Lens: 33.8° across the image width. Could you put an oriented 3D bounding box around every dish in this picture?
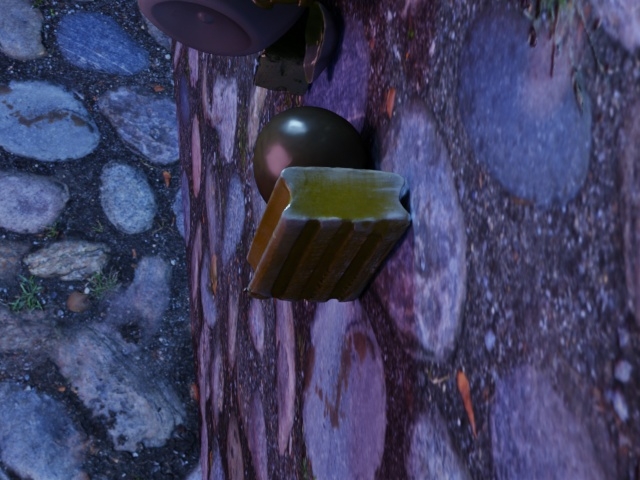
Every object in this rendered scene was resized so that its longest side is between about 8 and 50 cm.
[{"bbox_3d":[0.004,-0.318,1.708,0.091,0.039,0.137,-113,26,-47],"label":"dish"}]

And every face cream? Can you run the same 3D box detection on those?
[{"bbox_3d":[-0.146,-0.501,1.766,0.219,0.312,0.357,115,172,-66],"label":"face cream"}]

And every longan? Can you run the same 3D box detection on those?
[{"bbox_3d":[-0.003,-0.099,1.507,0.204,0.159,0.185,22,136,35],"label":"longan"}]

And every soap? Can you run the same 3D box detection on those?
[{"bbox_3d":[0.000,0.000,1.423,0.274,0.173,0.089,121,149,-63],"label":"soap"}]

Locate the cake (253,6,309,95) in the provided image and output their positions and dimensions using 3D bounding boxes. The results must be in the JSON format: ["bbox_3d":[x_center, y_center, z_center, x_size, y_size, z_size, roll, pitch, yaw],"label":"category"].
[{"bbox_3d":[-0.038,-0.377,1.897,0.100,0.099,0.235,113,176,-57],"label":"cake"}]

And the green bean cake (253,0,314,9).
[{"bbox_3d":[-0.063,-0.488,1.555,0.310,0.285,0.202,42,144,11],"label":"green bean cake"}]
